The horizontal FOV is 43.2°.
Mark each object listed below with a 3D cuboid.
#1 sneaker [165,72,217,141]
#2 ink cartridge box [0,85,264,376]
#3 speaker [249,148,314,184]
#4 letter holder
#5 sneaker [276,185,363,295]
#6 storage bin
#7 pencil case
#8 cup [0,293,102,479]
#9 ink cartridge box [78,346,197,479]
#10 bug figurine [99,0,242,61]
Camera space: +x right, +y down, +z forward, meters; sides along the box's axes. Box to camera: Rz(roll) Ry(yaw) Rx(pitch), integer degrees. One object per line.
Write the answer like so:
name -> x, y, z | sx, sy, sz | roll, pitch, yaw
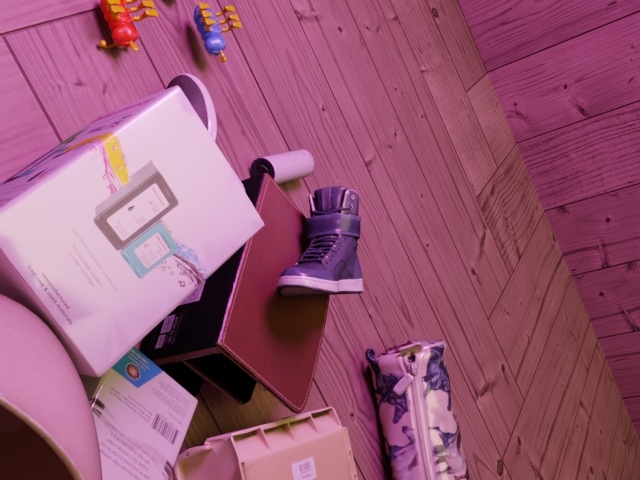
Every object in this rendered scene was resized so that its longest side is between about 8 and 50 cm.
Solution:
sneaker -> -0.238, -0.139, 1.152 | 0.147, 0.105, 0.295 | 36, 51, -50
ink cartridge box -> -0.248, -0.012, 0.921 | 0.270, 0.198, 0.197 | -45, 115, -33
speaker -> -0.068, -0.130, 1.449 | 0.136, 0.055, 0.055 | -23, 94, -58
letter holder -> -0.107, 0.093, 1.200 | 0.214, 0.152, 0.301 | 47, 40, -37
sneaker -> -0.002, 0.000, 1.168 | 0.226, 0.086, 0.163 | 4, 85, -69
storage bin -> -0.060, 0.391, 1.153 | 0.262, 0.123, 0.260 | 2, 73, -55
pencil case -> 0.193, 0.388, 1.490 | 0.183, 0.160, 0.410 | 24, 54, -70
cup -> -0.339, 0.169, 0.711 | 0.331, 0.331, 0.237 | 56, 12, -24
ink cartridge box -> -0.251, 0.244, 0.969 | 0.148, 0.086, 0.203 | 50, 39, -31
bug figurine -> -0.257, -0.383, 1.273 | 0.279, 0.072, 0.216 | -10, 77, -52
